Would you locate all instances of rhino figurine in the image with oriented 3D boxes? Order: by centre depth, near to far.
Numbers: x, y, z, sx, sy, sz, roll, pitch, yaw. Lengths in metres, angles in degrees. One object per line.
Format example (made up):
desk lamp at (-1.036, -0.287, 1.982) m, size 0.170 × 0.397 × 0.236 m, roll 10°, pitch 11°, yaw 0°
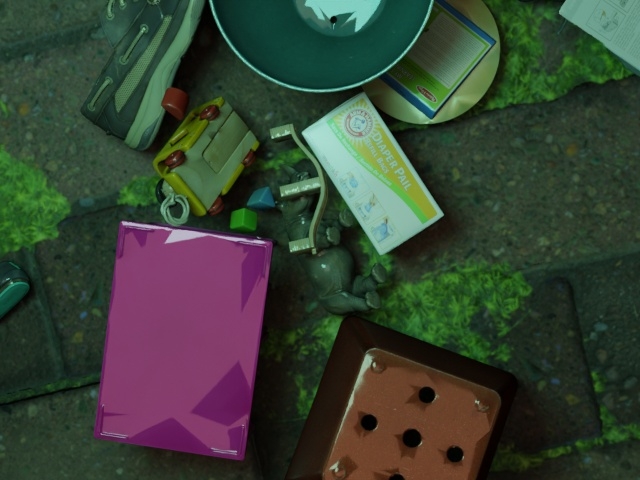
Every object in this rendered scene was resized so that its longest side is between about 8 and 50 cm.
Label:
rhino figurine at (0.000, 0.000, 1.568) m, size 0.106 × 0.073 × 0.243 m, roll -31°, pitch 88°, yaw 48°

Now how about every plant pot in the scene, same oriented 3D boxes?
plant pot at (0.114, 0.256, 1.473) m, size 0.267 × 0.236 × 0.267 m, roll 20°, pitch 82°, yaw 3°
plant pot at (0.015, -0.342, 1.474) m, size 0.290 × 0.195 × 0.290 m, roll 1°, pitch 98°, yaw 9°

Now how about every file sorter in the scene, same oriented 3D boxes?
file sorter at (-0.174, 0.126, 1.544) m, size 0.202 × 0.182 × 0.291 m, roll 8°, pitch 94°, yaw 4°

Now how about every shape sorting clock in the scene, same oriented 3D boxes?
shape sorting clock at (0.148, -0.265, 1.567) m, size 0.206 × 0.040 × 0.206 m, roll -1°, pitch 84°, yaw 10°

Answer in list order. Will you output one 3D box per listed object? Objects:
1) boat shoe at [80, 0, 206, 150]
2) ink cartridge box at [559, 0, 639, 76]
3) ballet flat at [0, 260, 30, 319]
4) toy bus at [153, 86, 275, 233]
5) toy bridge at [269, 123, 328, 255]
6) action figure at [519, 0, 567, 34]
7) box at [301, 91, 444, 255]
boat shoe at (-0.236, -0.290, 1.507) m, size 0.130 × 0.132 × 0.355 m, roll 19°, pitch 112°, yaw -12°
ink cartridge box at (0.449, -0.325, 1.498) m, size 0.232 × 0.066 × 0.189 m, roll 29°, pitch 96°, yaw -12°
ballet flat at (-0.504, 0.107, 1.635) m, size 0.074 × 0.074 × 0.203 m, roll 44°, pitch 101°, yaw 2°
toy bus at (-0.174, -0.099, 1.528) m, size 0.104 × 0.202 × 0.191 m, roll -15°, pitch 78°, yaw 42°
toy bridge at (-0.023, -0.070, 1.521) m, size 0.063 × 0.026 × 0.188 m, roll -14°, pitch 73°, yaw 12°
action figure at (0.315, -0.424, 1.499) m, size 0.164 × 0.141 × 0.276 m, roll -18°, pitch 89°, yaw -6°
box at (0.073, -0.092, 1.546) m, size 0.103 × 0.114 × 0.203 m, roll -33°, pitch 88°, yaw 5°
